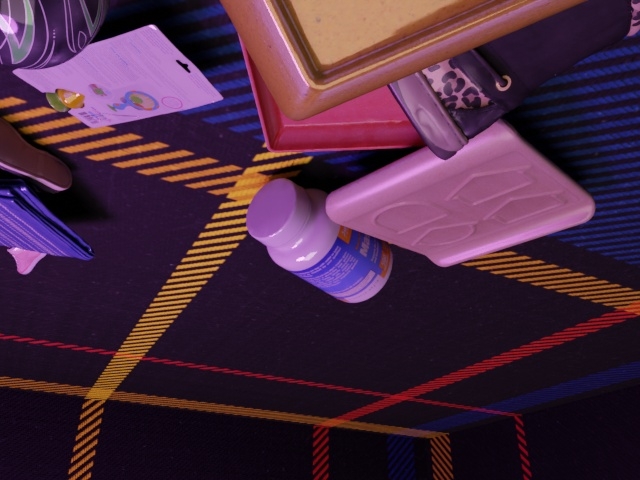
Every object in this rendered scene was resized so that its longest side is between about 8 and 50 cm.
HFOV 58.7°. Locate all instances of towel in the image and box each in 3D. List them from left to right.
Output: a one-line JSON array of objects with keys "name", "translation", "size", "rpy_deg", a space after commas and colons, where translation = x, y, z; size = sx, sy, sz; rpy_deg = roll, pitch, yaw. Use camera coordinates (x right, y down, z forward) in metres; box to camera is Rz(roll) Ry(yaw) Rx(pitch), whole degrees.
[{"name": "towel", "translation": [-0.592, -0.050, 1.000], "size": [0.336, 0.040, 0.243], "rpy_deg": [9, 154, 15]}]

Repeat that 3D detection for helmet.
[{"name": "helmet", "translation": [-0.293, -0.255, 0.561], "size": [0.169, 0.169, 0.161], "rpy_deg": [-12, 132, 22]}]

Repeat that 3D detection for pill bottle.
[{"name": "pill bottle", "translation": [0.000, 0.000, 1.017], "size": [0.152, 0.152, 0.272], "rpy_deg": [-19, 145, 31]}]

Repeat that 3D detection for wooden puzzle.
[{"name": "wooden puzzle", "translation": [0.232, -0.072, 0.937], "size": [0.322, 0.080, 0.348], "rpy_deg": [-23, 148, 37]}]

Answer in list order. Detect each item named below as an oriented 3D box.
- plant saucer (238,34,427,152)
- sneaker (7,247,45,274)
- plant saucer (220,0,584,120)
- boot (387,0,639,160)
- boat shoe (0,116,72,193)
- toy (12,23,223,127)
[{"name": "plant saucer", "translation": [0.040, -0.216, 0.740], "size": [0.258, 0.048, 0.259], "rpy_deg": [-2, 151, 4]}, {"name": "sneaker", "translation": [-0.615, 0.022, 1.174], "size": [0.070, 0.051, 0.134], "rpy_deg": [26, 138, -35]}, {"name": "plant saucer", "translation": [0.049, -0.259, 0.399], "size": [0.332, 0.081, 0.333], "rpy_deg": [-20, 128, 16]}, {"name": "boot", "translation": [0.148, -0.284, 0.518], "size": [0.284, 0.138, 0.377], "rpy_deg": [-27, 118, 17]}, {"name": "boat shoe", "translation": [-0.484, -0.129, 0.877], "size": [0.065, 0.075, 0.206], "rpy_deg": [-15, 152, 20]}, {"name": "toy", "translation": [-0.257, -0.217, 0.735], "size": [0.237, 0.056, 0.137], "rpy_deg": [-8, 153, 25]}]
